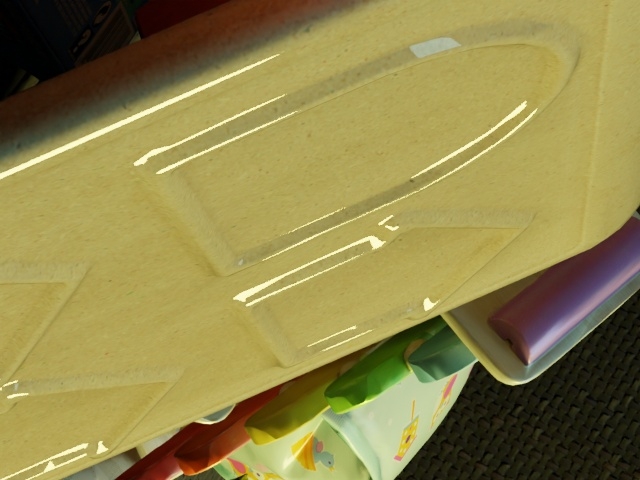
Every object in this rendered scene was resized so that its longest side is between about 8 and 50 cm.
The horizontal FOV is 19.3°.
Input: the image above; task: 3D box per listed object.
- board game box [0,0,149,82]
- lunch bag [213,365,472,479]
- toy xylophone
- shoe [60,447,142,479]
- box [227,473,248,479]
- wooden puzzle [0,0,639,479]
[{"bbox_3d":[-0.037,-0.152,0.514,0.210,0.047,0.160,-57,171,-8],"label":"board game box"},{"bbox_3d":[0.026,0.061,1.259,0.223,0.160,0.262,-54,176,-22],"label":"lunch bag"},{"bbox_3d":[-0.008,0.049,0.876,0.236,0.081,0.322,-34,-174,-28],"label":"toy xylophone"},{"bbox_3d":[-0.115,0.132,1.025,0.076,0.058,0.219,-60,171,14],"label":"shoe"},{"bbox_3d":[-0.107,0.161,0.861,0.169,0.059,0.054,-18,-178,16],"label":"box"},{"bbox_3d":[-0.050,-0.006,0.553,0.348,0.080,0.322,-28,165,-1],"label":"wooden puzzle"}]
